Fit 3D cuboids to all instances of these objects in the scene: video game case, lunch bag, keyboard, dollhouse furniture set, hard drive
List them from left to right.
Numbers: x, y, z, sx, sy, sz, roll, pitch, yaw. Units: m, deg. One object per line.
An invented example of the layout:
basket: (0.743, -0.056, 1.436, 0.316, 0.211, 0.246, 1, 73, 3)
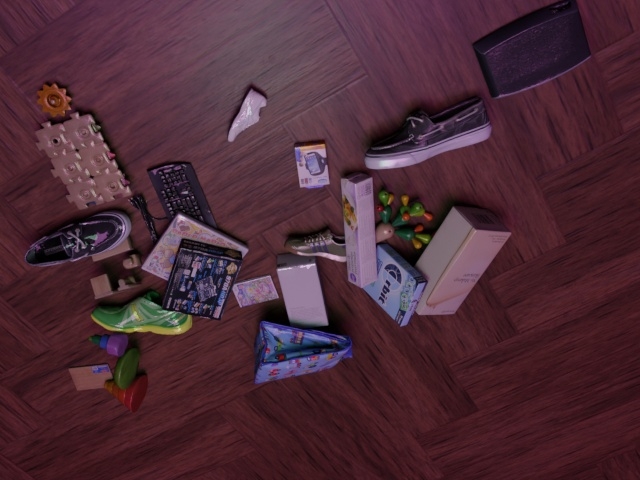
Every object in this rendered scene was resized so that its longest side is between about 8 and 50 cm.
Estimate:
dollhouse furniture set: (-0.574, 0.070, 1.975, 0.144, 0.123, 0.151, -18, 87, 9)
keyboard: (-0.401, -0.061, 1.896, 0.202, 0.033, 0.317, -14, 122, 7)
video game case: (-0.351, 0.047, 1.937, 0.227, 0.026, 0.206, 29, 113, -24)
video game case: (-0.194, 0.150, 2.053, 0.122, 0.011, 0.087, -14, 123, 7)
lunch bag: (-0.045, 0.341, 2.069, 0.293, 0.138, 0.221, 3, 154, -10)
hard drive: (0.515, -0.453, 1.664, 0.255, 0.054, 0.172, -23, 121, 12)

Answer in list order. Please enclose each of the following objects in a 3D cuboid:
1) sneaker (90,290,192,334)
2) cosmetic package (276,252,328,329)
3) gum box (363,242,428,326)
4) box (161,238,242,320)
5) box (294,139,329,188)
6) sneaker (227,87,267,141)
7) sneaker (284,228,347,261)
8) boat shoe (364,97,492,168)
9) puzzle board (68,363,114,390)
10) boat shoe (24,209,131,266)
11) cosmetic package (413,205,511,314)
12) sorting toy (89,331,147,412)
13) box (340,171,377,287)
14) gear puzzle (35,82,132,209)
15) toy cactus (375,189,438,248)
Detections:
sneaker: (-0.524, 0.208, 2.039, 0.296, 0.109, 0.123, 2, 96, 1)
cosmetic package: (-0.050, 0.146, 2.014, 0.118, 0.085, 0.231, -8, 121, 3)
gum box: (0.207, 0.124, 1.956, 0.041, 0.184, 0.156, -10, 131, -38)
box: (-0.334, 0.114, 1.936, 0.175, 0.051, 0.220, 13, 119, -18)
box: (-0.021, -0.195, 1.826, 0.081, 0.028, 0.136, -7, 121, 2)
sneaker: (-0.186, -0.305, 1.732, 0.061, 0.053, 0.152, 24, 118, -20)
sneaker: (0.000, 0.000, 1.934, 0.192, 0.064, 0.086, 11, 121, -16)
boat shoe: (0.263, -0.277, 1.746, 0.335, 0.121, 0.119, -19, 115, -3)
puzzle board: (-0.732, 0.438, 2.218, 0.128, 0.011, 0.096, -7, 122, 1)
boat shoe: (-0.661, 0.001, 1.868, 0.301, 0.102, 0.108, -16, 97, 11)
cosmetic package: (0.372, 0.060, 1.927, 0.160, 0.113, 0.309, 2, 128, -37)
sorting toy: (-0.631, 0.392, 2.110, 0.126, 0.127, 0.365, 12, 139, 10)
box: (0.107, -0.027, 1.890, 0.067, 0.063, 0.323, -25, 124, -30)
gear puzzle: (-0.625, -0.244, 1.765, 0.176, 0.044, 0.338, -16, 120, 10)
toy cactus: (0.214, -0.041, 1.903, 0.180, 0.112, 0.219, -35, 128, 30)
